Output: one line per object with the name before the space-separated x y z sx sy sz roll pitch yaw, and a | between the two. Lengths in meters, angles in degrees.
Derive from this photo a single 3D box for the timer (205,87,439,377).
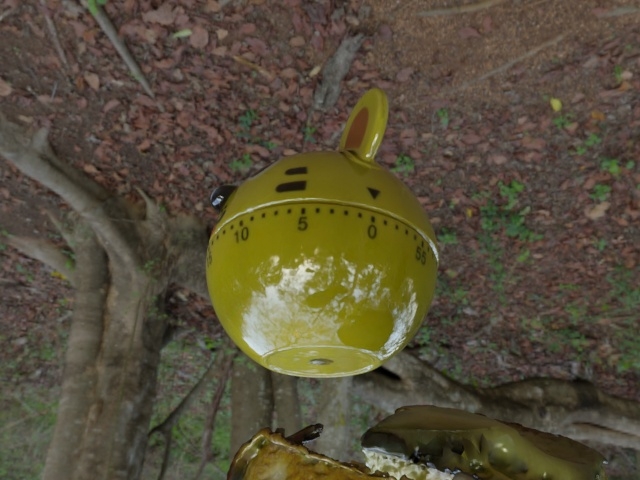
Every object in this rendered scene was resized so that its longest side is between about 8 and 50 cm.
timer | 0.000 0.000 0.861 0.377 0.386 0.376 2 150 1

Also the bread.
bread | 0.191 0.288 0.668 0.262 0.162 0.204 13 -167 29

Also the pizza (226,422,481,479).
pizza | 0.022 0.214 0.386 0.288 0.251 0.074 -36 130 1
